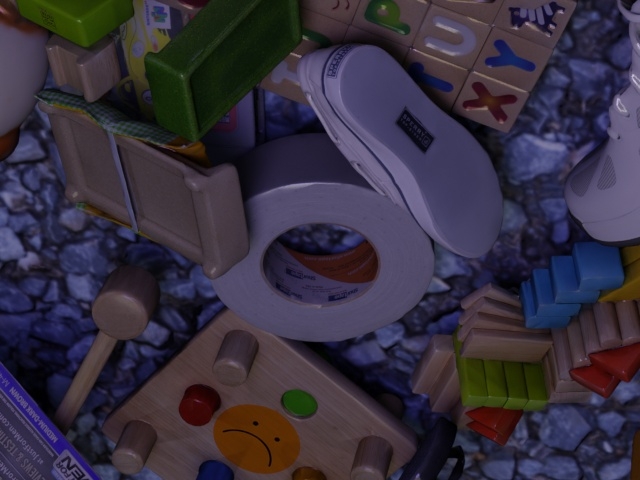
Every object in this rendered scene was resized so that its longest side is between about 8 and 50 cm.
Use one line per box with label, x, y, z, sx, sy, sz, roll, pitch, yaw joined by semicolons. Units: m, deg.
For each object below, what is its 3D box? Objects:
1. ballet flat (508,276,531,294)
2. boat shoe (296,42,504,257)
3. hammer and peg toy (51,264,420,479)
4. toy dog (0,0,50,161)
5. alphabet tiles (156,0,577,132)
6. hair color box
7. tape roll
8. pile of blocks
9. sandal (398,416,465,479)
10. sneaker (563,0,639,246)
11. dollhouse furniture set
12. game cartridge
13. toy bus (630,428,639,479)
ballet flat;0.208;0.058;1.693;0.114;0.041;0.041;-32;111;28
boat shoe;0.074;-0.084;1.534;0.084;0.095;0.258;14;148;51
hammer and peg toy;-0.110;0.173;1.788;0.361;0.127;0.266;38;125;-12
toy dog;-0.436;-0.197;1.492;0.408;0.395;0.284;2;115;-28
alphabet tiles;0.033;-0.208;1.472;0.343;0.011;0.285;21;140;-3
hair color box;-0.398;0.231;1.821;0.339;0.110;0.185;-6;127;52
tape roll;0.000;0.000;1.649;0.219;0.072;0.219;1;135;1
pile of blocks;0.227;0.101;1.620;0.149;0.112;0.362;22;136;-33
sandal;0.118;0.237;1.732;0.054;0.254;0.097;33;83;9
sneaker;0.291;-0.179;1.412;0.257;0.169;0.447;37;141;-9
dollhouse furniture set;-0.133;-0.133;1.521;0.198;0.151;0.301;28;150;23
game cartridge;-0.153;-0.180;1.613;0.196;0.060;0.294;7;124;14
toy bus;0.484;0.234;1.701;0.333;0.108;0.130;-11;121;19
